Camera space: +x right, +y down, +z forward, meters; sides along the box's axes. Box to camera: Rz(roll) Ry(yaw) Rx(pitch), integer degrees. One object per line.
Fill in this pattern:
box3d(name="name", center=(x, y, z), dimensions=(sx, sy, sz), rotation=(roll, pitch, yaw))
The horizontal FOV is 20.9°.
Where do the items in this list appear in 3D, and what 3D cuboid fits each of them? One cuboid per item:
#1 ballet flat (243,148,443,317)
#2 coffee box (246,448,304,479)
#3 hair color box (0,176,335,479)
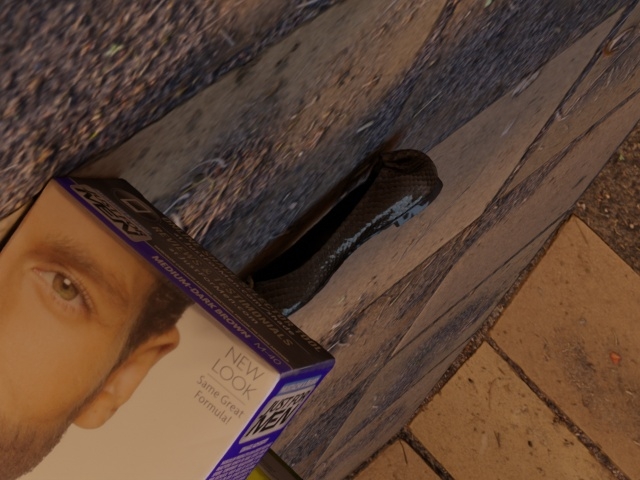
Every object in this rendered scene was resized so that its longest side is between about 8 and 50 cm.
box3d(name="ballet flat", center=(0.000, 0.000, 1.552), dimensions=(0.250, 0.058, 0.084), rotation=(-37, -156, -5))
box3d(name="coffee box", center=(-0.146, 0.307, 1.411), dimensions=(0.337, 0.338, 0.334), rotation=(-45, 169, -3))
box3d(name="hair color box", center=(-0.169, 0.148, 1.055), dimensions=(0.339, 0.185, 0.110), rotation=(-54, 166, 11))
